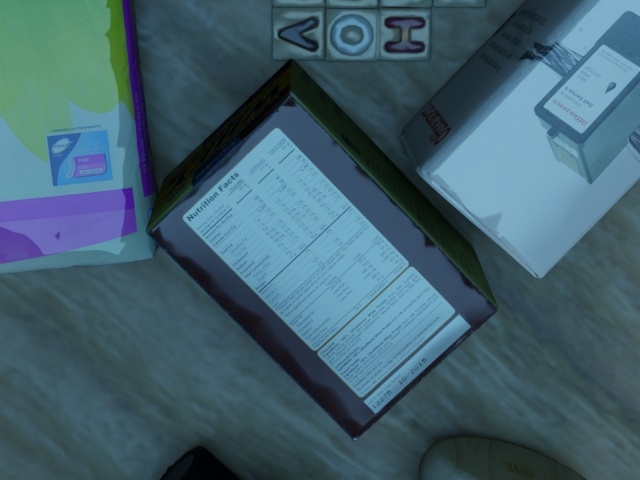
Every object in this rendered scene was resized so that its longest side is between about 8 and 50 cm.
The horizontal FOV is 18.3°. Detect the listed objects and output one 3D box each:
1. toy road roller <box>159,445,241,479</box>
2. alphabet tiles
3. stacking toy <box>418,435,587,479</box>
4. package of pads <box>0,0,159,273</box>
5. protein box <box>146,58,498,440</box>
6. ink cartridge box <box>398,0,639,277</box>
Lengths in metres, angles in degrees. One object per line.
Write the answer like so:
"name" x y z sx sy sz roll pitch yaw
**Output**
"toy road roller" -0.115 0.325 1.423 0.202 0.240 0.329 43 96 -7
"alphabet tiles" 0.023 -0.249 1.446 0.198 0.009 0.237 0 99 -1
"stacking toy" 0.101 0.322 1.486 0.141 0.141 0.330 15 103 -3
"package of pads" -0.273 -0.089 1.422 0.297 0.101 0.229 -6 100 0
"protein box" 0.000 0.000 1.388 0.136 0.200 0.201 -43 99 8
"ink cartridge box" 0.192 -0.122 1.373 0.115 0.198 0.273 43 97 -8
